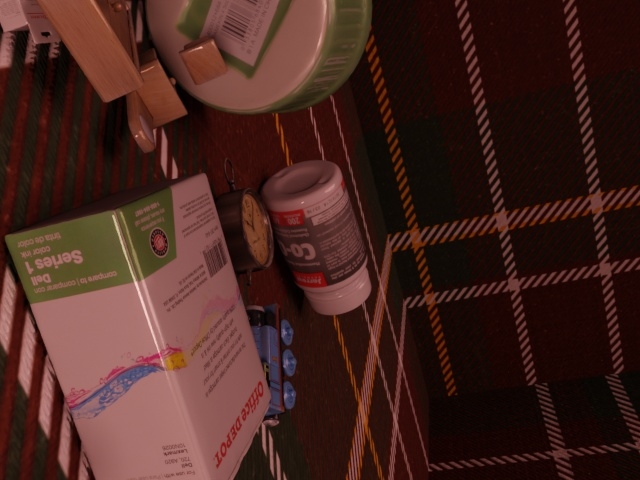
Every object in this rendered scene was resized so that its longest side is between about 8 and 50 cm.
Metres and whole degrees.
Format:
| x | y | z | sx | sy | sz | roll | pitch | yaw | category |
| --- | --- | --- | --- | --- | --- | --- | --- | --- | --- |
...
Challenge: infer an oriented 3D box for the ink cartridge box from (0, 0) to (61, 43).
| x | y | z | sx | sy | sz | roll | pitch | yaw | category |
| --- | --- | --- | --- | --- | --- | --- | --- | --- | --- |
| -0.279 | -0.223 | 0.595 | 0.048 | 0.028 | 0.083 | -64 | 140 | -68 | ink cartridge box |

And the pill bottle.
| x | y | z | sx | sy | sz | roll | pitch | yaw | category |
| --- | --- | --- | --- | --- | --- | --- | --- | --- | --- |
| 0.000 | 0.000 | 1.257 | 0.161 | 0.161 | 0.283 | -81 | 155 | -55 | pill bottle |

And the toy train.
| x | y | z | sx | sy | sz | roll | pitch | yaw | category |
| --- | --- | --- | --- | --- | --- | --- | --- | --- | --- |
| -0.086 | 0.178 | 0.949 | 0.105 | 0.080 | 0.184 | 46 | 35 | -55 | toy train |

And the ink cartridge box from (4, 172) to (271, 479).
| x | y | z | sx | sy | sz | roll | pitch | yaw | category |
| --- | --- | --- | --- | --- | --- | --- | --- | --- | --- |
| -0.159 | 0.091 | 0.637 | 0.201 | 0.117 | 0.278 | -54 | 130 | -72 | ink cartridge box |

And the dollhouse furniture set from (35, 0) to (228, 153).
| x | y | z | sx | sy | sz | roll | pitch | yaw | category |
| --- | --- | --- | --- | --- | --- | --- | --- | --- | --- |
| -0.087 | -0.284 | 0.660 | 0.174 | 0.356 | 0.303 | -112 | 178 | -45 | dollhouse furniture set |

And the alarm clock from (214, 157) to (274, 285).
| x | y | z | sx | sy | sz | roll | pitch | yaw | category |
| --- | --- | --- | --- | --- | --- | --- | --- | --- | --- |
| -0.125 | -0.032 | 0.986 | 0.129 | 0.064 | 0.192 | -42 | 122 | -74 | alarm clock |

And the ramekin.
| x | y | z | sx | sy | sz | roll | pitch | yaw | category |
| --- | --- | --- | --- | --- | --- | --- | --- | --- | --- |
| -0.091 | -0.320 | 0.889 | 0.148 | 0.303 | 0.303 | -49 | 126 | -64 | ramekin |
